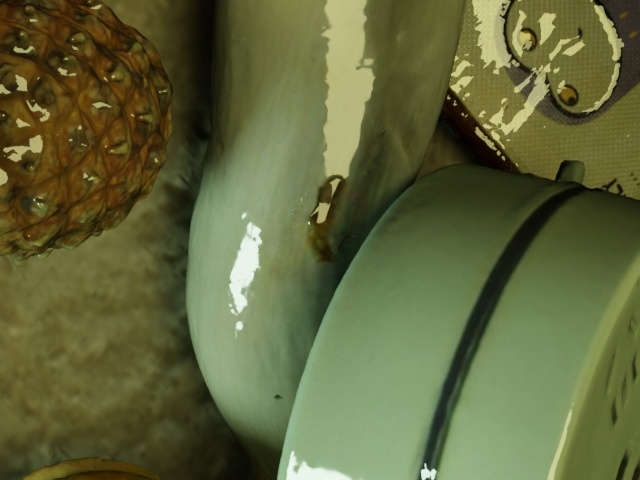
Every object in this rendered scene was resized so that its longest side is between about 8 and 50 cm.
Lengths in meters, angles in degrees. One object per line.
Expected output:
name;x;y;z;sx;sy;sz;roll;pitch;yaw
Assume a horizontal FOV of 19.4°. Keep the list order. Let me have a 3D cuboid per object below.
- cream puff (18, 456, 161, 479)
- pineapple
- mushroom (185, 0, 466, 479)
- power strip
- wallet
cream puff;-0.130;0.214;1.093;0.189;0.129;0.189;-1;93;-20
pineapple;-0.190;-0.057;0.960;0.279;0.158;0.157;-19;108;-67
mushroom;0.000;0.001;1.140;0.177;0.126;0.397;3;102;-41
power strip;0.121;0.118;1.117;0.357;0.161;0.357;-39;136;-52
wallet;0.207;-0.107;1.283;0.275;0.068;0.335;-48;111;-17
